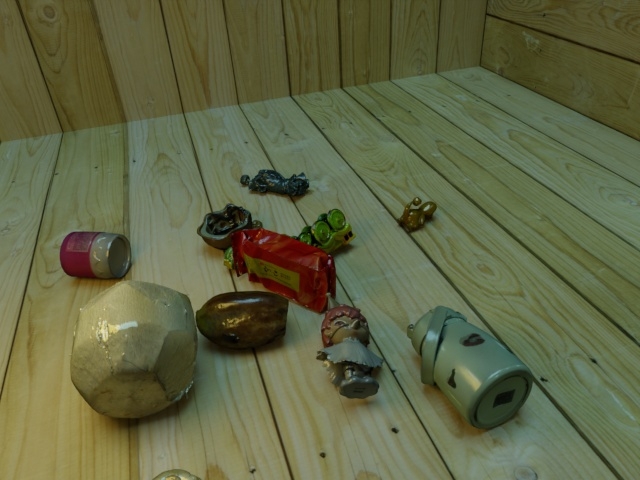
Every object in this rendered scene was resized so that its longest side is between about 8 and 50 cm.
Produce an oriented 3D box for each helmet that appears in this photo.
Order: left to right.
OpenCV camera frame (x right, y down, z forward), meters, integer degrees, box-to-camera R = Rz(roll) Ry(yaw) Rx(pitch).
[{"bbox_3d":[-0.367,-0.037,2.082,0.224,0.130,0.198,-40,43,-26],"label":"helmet"}]

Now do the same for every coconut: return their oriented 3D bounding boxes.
[{"bbox_3d":[-0.507,0.277,1.449,0.346,0.346,0.360,-10,42,-9],"label":"coconut"}]

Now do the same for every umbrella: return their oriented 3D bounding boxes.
[{"bbox_3d":[-0.225,-0.273,2.446,0.349,0.094,0.143,12,33,25],"label":"umbrella"}]

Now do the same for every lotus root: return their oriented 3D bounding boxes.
[{"bbox_3d":[-0.241,0.247,1.631,0.291,0.193,0.193,-2,34,-2],"label":"lotus root"}]

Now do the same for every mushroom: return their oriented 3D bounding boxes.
[{"bbox_3d":[-0.324,0.585,1.173,0.154,0.122,0.154,2,29,-1],"label":"mushroom"}]

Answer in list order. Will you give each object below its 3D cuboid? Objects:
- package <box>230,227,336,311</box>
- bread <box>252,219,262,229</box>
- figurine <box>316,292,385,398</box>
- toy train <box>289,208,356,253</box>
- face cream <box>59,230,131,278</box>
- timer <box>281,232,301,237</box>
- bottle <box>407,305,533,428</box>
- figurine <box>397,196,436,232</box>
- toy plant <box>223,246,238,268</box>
[{"bbox_3d":[-0.119,0.092,1.809,0.424,0.196,0.123,18,35,30],"label":"package"},{"bbox_3d":[-0.291,-0.053,2.188,0.110,0.024,0.110,-4,34,2],"label":"bread"},{"bbox_3d":[0.083,0.284,1.537,0.207,0.166,0.387,8,36,-13],"label":"figurine"},{"bbox_3d":[0.000,0.000,1.966,0.296,0.160,0.100,-37,15,-35],"label":"toy train"},{"bbox_3d":[-0.833,0.054,1.953,0.195,0.175,0.175,1,34,9],"label":"face cream"},{"bbox_3d":[-0.109,0.008,2.007,0.107,0.109,0.107,31,7,-4],"label":"timer"},{"bbox_3d":[0.369,0.314,1.424,0.229,0.229,0.351,-18,36,-19],"label":"bottle"},{"bbox_3d":[0.401,-0.123,2.139,0.176,0.122,0.121,-24,37,-26],"label":"figurine"},{"bbox_3d":[-0.300,0.049,1.981,0.093,0.092,0.162,20,41,30],"label":"toy plant"}]
